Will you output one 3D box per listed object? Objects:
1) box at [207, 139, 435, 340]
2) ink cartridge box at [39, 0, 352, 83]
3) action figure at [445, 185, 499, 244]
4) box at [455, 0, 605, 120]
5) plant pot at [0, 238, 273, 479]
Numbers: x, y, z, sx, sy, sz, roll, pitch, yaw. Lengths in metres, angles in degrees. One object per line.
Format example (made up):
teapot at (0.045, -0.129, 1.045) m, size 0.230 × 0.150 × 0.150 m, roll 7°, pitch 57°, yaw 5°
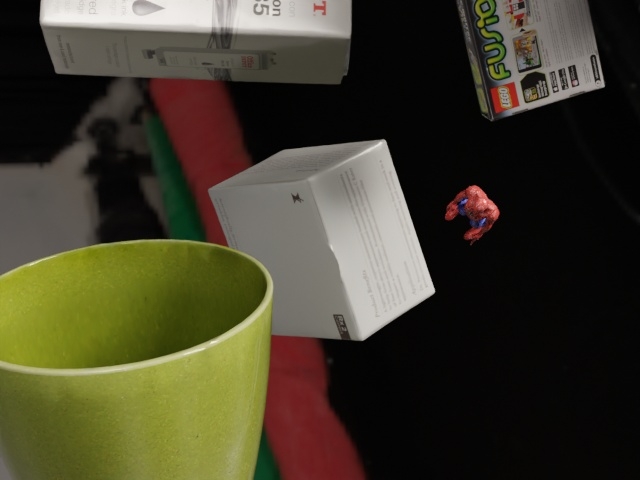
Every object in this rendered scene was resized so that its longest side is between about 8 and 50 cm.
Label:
box at (0.000, 0.000, 1.474) m, size 0.182 × 0.119 × 0.181 m, roll -1°, pitch -68°, yaw 51°
ink cartridge box at (-0.110, -0.266, 1.302) m, size 0.117 × 0.283 × 0.207 m, roll 104°, pitch -12°, yaw -74°
action figure at (0.121, -0.021, 1.109) m, size 0.038 × 0.030 × 0.115 m, roll 51°, pitch -7°, yaw 5°
box at (0.179, -0.223, 1.244) m, size 0.036 × 0.114 × 0.207 m, roll -123°, pitch -163°, yaw -70°
plant pot at (-0.166, 0.185, 1.243) m, size 0.275 × 0.275 × 0.293 m, roll 32°, pitch -49°, yaw 57°
